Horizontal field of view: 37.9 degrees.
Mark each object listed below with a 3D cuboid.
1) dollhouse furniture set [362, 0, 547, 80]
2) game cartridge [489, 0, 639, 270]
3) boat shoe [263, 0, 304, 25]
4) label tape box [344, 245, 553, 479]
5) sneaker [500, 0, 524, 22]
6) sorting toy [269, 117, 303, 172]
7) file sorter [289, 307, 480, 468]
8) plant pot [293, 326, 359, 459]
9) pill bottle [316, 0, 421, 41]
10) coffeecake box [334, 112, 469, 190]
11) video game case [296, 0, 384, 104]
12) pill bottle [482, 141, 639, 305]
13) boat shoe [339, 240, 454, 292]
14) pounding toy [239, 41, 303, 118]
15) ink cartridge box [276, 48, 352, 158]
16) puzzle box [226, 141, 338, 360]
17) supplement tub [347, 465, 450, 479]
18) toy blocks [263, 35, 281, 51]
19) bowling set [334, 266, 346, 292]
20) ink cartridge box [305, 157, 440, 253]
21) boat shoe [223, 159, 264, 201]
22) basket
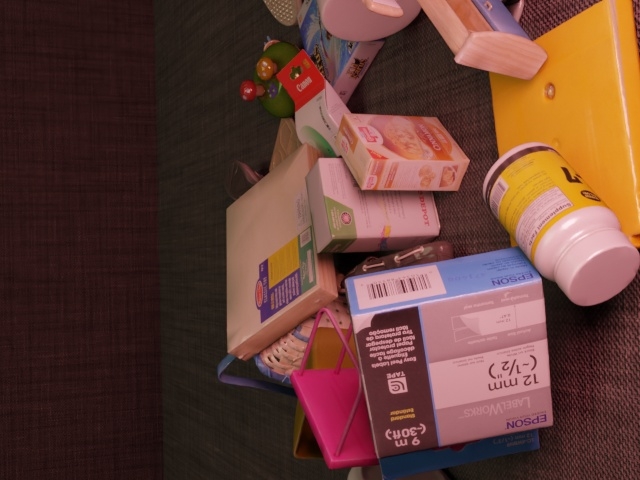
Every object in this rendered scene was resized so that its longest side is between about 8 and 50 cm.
[{"bbox_3d":[0.228,-0.407,1.211,0.303,0.286,0.198,-59,41,35],"label":"dollhouse furniture set"},{"bbox_3d":[0.345,-0.131,1.291,0.285,0.052,0.324,159,106,-66],"label":"game cartridge"},{"bbox_3d":[-0.091,-0.752,2.176,0.186,0.155,0.501,-17,87,61],"label":"boat shoe"},{"bbox_3d":[0.185,0.201,1.283,0.115,0.249,0.348,-101,0,-66],"label":"label tape box"},{"bbox_3d":[0.262,-0.401,1.446,0.132,0.086,0.229,-5,96,62],"label":"sneaker"},{"bbox_3d":[-0.075,-0.202,2.301,0.208,0.038,0.193,-111,30,-48],"label":"sorting toy"},{"bbox_3d":[0.135,0.218,1.492,0.202,0.290,0.182,-119,39,-48],"label":"file sorter"},{"bbox_3d":[0.056,0.283,1.804,0.187,0.212,0.212,-106,25,-56],"label":"plant pot"},{"bbox_3d":[0.058,-0.583,1.724,0.224,0.224,0.392,128,135,-56],"label":"pill bottle"},{"bbox_3d":[0.137,-0.151,1.598,0.142,0.185,0.068,-117,34,-45],"label":"coffeecake box"},{"bbox_3d":[0.035,-0.452,1.992,0.244,0.061,0.270,124,139,-55],"label":"video game case"},{"bbox_3d":[0.304,-0.022,1.185,0.209,0.119,0.119,-119,35,-44],"label":"pill bottle"},{"bbox_3d":[0.145,0.057,1.702,0.335,0.112,0.096,-7,76,62],"label":"boat shoe"},{"bbox_3d":[-0.109,-0.372,2.200,0.236,0.110,0.183,30,118,44],"label":"pounding toy"},{"bbox_3d":[-0.016,-0.275,1.986,0.225,0.056,0.181,52,157,-7],"label":"ink cartridge box"},{"bbox_3d":[-0.091,0.018,1.934,0.272,0.052,0.409,-36,40,30],"label":"puzzle box"},{"bbox_3d":[0.124,0.531,1.647,0.191,0.191,0.272,-134,47,-58],"label":"supplement tub"},{"bbox_3d":[-0.120,-0.440,2.366,0.148,0.054,0.123,-115,33,-44],"label":"toy blocks"},{"bbox_3d":[0.000,0.000,2.034,0.287,0.154,0.200,29,99,66],"label":"bowling set"},{"bbox_3d":[0.092,-0.063,1.677,0.093,0.212,0.154,130,133,-62],"label":"ink cartridge box"},{"bbox_3d":[-0.153,-0.097,2.426,0.118,0.103,0.320,-60,39,19],"label":"boat shoe"},{"bbox_3d":[-0.050,0.232,1.989,0.289,0.254,0.201,-53,38,29],"label":"basket"}]
